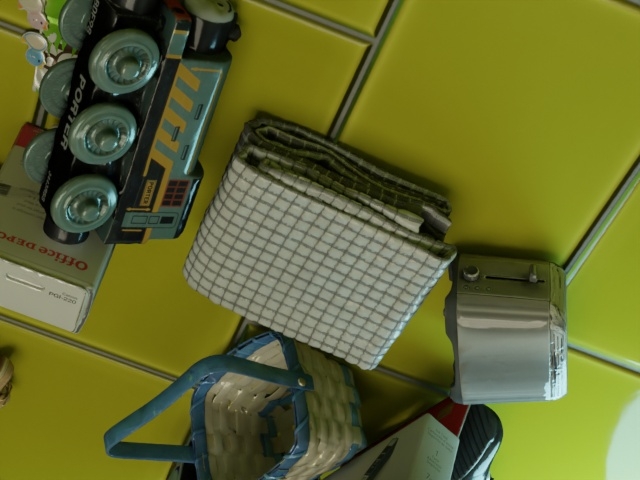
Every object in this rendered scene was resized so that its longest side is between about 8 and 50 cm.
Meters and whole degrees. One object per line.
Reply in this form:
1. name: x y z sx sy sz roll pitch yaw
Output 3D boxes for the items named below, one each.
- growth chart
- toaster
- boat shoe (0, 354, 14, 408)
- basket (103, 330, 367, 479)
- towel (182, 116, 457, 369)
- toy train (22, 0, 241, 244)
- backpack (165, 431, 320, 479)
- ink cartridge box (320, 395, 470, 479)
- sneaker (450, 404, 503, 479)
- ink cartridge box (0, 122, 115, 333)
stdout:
1. growth chart: -0.262 -0.201 1.655 0.172 0.021 0.237 6 131 6
2. toaster: 0.231 0.118 1.766 0.146 0.129 0.227 0 131 10
3. boat shoe: -0.476 0.217 2.071 0.059 0.063 0.170 32 141 -20
4. basket: -0.108 0.236 1.882 0.289 0.201 0.255 12 143 -43
5. towel: 0.000 0.000 1.719 0.284 0.121 0.235 23 132 -7
6. toy train: -0.206 -0.139 1.584 0.190 0.142 0.334 0 124 -35
7. backpack: -0.132 0.413 2.039 0.225 0.253 0.191 22 133 -9
8. ink cartridge box: 0.067 0.312 1.900 0.066 0.261 0.296 41 128 -14
9. sneaker: 0.192 0.340 2.008 0.146 0.122 0.330 11 136 -23
10. ink cartridge box: -0.321 -0.016 1.705 0.159 0.218 0.092 21 134 -6
